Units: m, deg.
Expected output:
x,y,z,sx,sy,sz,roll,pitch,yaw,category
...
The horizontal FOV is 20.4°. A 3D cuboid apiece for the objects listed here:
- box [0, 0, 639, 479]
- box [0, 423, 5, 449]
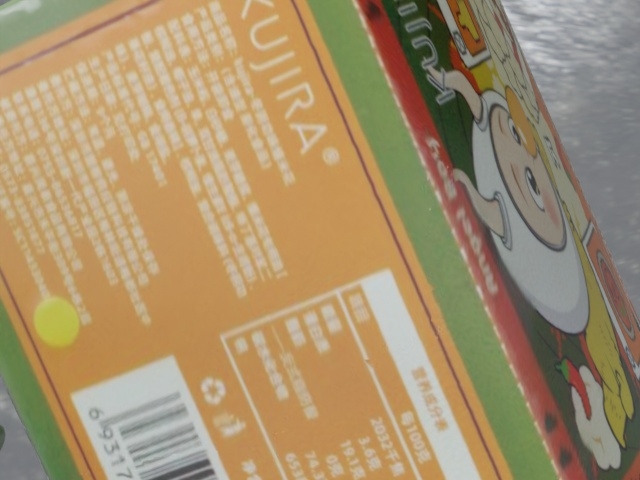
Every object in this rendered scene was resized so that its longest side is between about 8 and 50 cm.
x,y,z,sx,sy,sz,roll,pitch,yaw,category
0.000,0.000,0.537,0.148,0.177,0.195,-23,94,19,box
-0.378,0.201,1.245,0.177,0.253,0.329,32,88,10,box
